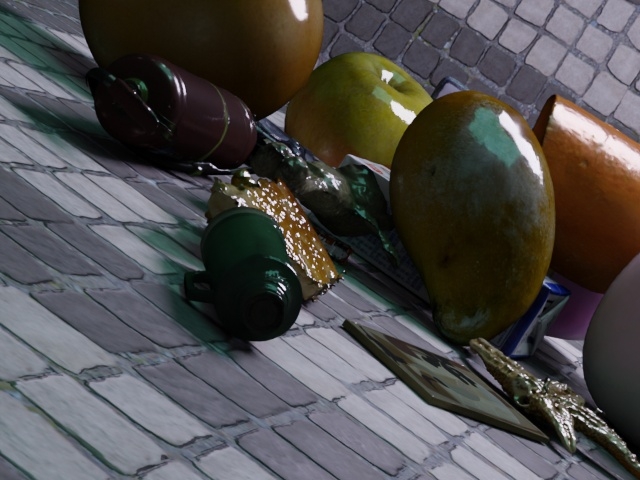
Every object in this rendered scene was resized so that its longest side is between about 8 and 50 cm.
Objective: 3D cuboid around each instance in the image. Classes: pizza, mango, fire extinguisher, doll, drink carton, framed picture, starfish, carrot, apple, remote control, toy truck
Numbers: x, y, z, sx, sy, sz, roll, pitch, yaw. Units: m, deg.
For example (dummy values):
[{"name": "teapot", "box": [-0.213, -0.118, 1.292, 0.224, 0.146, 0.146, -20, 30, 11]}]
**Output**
[{"name": "pizza", "box": [-0.052, 0.002, 1.529, 0.147, 0.069, 0.226, 55, 12, 0]}, {"name": "mango", "box": [0.177, -0.027, 1.879, 0.193, 0.316, 0.146, 3, -28, -9]}, {"name": "fire extinguisher", "box": [-0.151, -0.125, 1.726, 0.141, 0.105, 0.341, 34, 5, 13]}, {"name": "doll", "box": [-0.005, -0.065, 1.845, 0.286, 0.091, 0.202, 26, 3, -44]}, {"name": "drink carton", "box": [0.148, 0.017, 2.028, 0.315, 0.106, 0.130, 36, 7, 20]}, {"name": "framed picture", "box": [0.122, 0.136, 1.571, 0.201, 0.010, 0.136, 23, 12, -47]}, {"name": "starfish", "box": [0.249, 0.171, 1.719, 0.138, 0.050, 0.247, 30, 11, -30]}, {"name": "carrot", "box": [0.365, -0.031, 2.091, 0.331, 0.193, 0.214, 26, -34, -17]}, {"name": "apple", "box": [0.067, -0.166, 2.439, 0.261, 0.194, 0.261, 28, 23, -13]}, {"name": "remote control", "box": [-0.041, -0.101, 2.202, 0.266, 0.066, 0.090, 35, 21, -13]}, {"name": "toy truck", "box": [0.000, 0.000, 1.853, 0.083, 0.024, 0.032, 27, 14, -36]}]

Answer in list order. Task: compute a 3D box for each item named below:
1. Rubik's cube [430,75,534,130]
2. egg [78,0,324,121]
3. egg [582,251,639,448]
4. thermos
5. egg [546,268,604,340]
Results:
[{"name": "Rubik's cube", "box": [0.238, -0.111, 2.659, 0.237, 0.238, 0.237, 33, 9, 0]}, {"name": "egg", "box": [-0.153, -0.287, 2.046, 0.351, 0.282, 0.282, 38, 9, 36]}, {"name": "egg", "box": [0.476, 0.123, 1.906, 0.340, 0.354, 0.354, -5, 13, -3]}, {"name": "thermos", "box": [-0.058, 0.027, 1.308, 0.083, 0.073, 0.188, 32, 8, -15]}, {"name": "egg", "box": [0.315, 0.028, 2.279, 0.271, 0.196, 0.196, 29, 5, 31]}]
